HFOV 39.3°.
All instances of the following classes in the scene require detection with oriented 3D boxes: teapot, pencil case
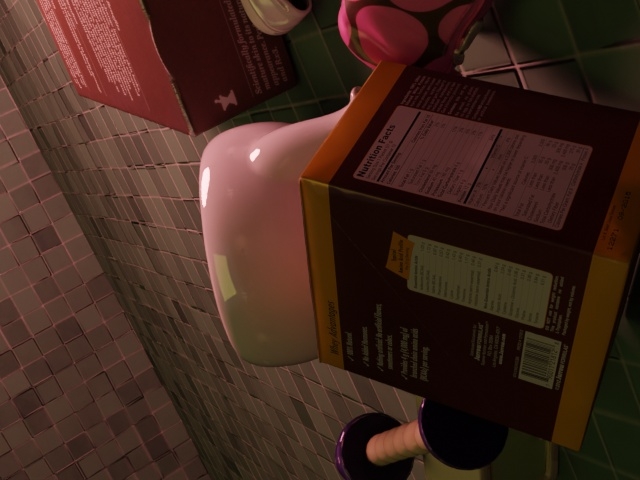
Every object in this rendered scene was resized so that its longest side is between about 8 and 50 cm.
[{"bbox_3d":[0.000,0.000,0.863,0.256,0.187,0.252,-46,-53,-86],"label":"teapot"},{"bbox_3d":[0.082,-0.188,0.552,0.098,0.095,0.209,53,155,15],"label":"pencil case"}]

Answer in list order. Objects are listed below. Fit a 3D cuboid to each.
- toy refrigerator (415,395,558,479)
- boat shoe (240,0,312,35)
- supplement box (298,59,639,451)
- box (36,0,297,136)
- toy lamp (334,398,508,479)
[{"bbox_3d":[0.151,0.137,0.798,0.094,0.102,0.269,38,149,43],"label":"toy refrigerator"},{"bbox_3d":[-0.066,-0.275,0.806,0.063,0.066,0.184,-13,104,53],"label":"boat shoe"},{"bbox_3d":[0.105,0.009,0.598,0.194,0.129,0.191,16,140,20],"label":"supplement box"},{"bbox_3d":[-0.197,-0.253,1.013,0.381,0.143,0.191,28,141,56],"label":"box"},{"bbox_3d":[0.071,0.178,0.780,0.080,0.080,0.274,56,159,8],"label":"toy lamp"}]
